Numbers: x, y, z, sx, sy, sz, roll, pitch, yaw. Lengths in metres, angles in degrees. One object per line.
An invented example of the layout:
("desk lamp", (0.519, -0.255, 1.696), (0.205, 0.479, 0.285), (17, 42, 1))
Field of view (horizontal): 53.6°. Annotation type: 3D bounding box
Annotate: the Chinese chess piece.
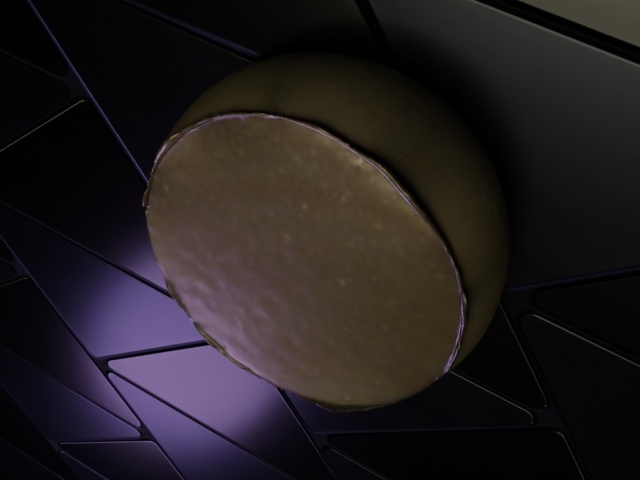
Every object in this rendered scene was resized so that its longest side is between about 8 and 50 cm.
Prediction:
("Chinese chess piece", (0.000, 0.000, 0.586), (0.338, 0.140, 0.338), (17, 130, 21))
